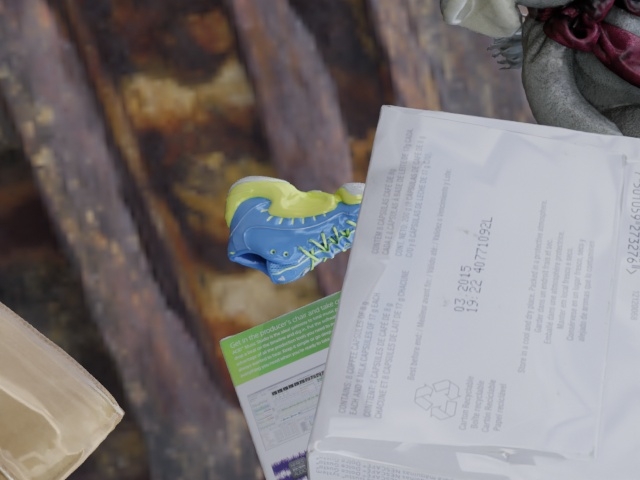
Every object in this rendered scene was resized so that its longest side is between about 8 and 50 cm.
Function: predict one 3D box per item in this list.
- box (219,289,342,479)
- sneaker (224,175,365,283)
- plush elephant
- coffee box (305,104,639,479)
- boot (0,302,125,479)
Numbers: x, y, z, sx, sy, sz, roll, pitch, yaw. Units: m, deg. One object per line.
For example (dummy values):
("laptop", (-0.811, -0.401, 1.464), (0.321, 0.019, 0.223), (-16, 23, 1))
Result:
("box", (0.031, 0.221, 2.086), (0.058, 0.232, 0.322), (62, 7, -61))
("sneaker", (0.000, 0.000, 1.978), (0.091, 0.240, 0.126), (63, 36, -62))
("plush elephant", (0.265, -0.231, 1.616), (0.272, 0.330, 0.255), (-53, 139, -18))
("coffee box", (0.185, 0.141, 1.352), (0.334, 0.338, 0.337), (88, 13, -52))
("boot", (-0.308, 0.106, 1.146), (0.269, 0.236, 0.089), (46, 5, -5))
